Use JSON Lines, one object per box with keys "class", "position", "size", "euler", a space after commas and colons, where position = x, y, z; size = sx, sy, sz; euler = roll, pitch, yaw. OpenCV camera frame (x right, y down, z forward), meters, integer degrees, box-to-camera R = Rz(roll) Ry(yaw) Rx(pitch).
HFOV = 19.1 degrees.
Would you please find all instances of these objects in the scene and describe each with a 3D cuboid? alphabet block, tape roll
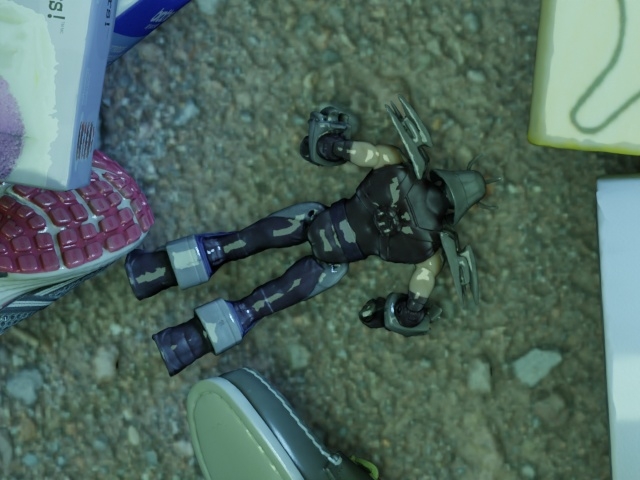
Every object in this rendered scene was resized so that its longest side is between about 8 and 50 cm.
{"class": "alphabet block", "position": [0.246, -0.157, 1.319], "size": [0.192, 0.193, 0.197], "euler": [7, 96, 9]}
{"class": "tape roll", "position": [0.243, 0.093, 1.294], "size": [0.100, 0.286, 0.286], "euler": [-4, 94, 8]}

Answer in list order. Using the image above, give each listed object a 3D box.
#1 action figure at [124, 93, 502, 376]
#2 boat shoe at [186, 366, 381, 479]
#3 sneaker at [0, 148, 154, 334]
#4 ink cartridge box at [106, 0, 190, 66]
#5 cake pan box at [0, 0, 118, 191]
{"class": "action figure", "position": [0.000, 0.000, 1.419], "size": [0.285, 0.099, 0.185], "euler": [-21, 84, 5]}
{"class": "boat shoe", "position": [0.011, 0.217, 1.423], "size": [0.091, 0.109, 0.305], "euler": [-36, 95, -34]}
{"class": "sneaker", "position": [-0.259, 0.021, 1.392], "size": [0.299, 0.112, 0.121], "euler": [-26, 67, -30]}
{"class": "ink cartridge box", "position": [-0.282, -0.208, 1.409], "size": [0.395, 0.151, 0.270], "euler": [-36, 90, 10]}
{"class": "cake pan box", "position": [-0.263, -0.180, 1.304], "size": [0.246, 0.070, 0.267], "euler": [10, 96, 4]}
